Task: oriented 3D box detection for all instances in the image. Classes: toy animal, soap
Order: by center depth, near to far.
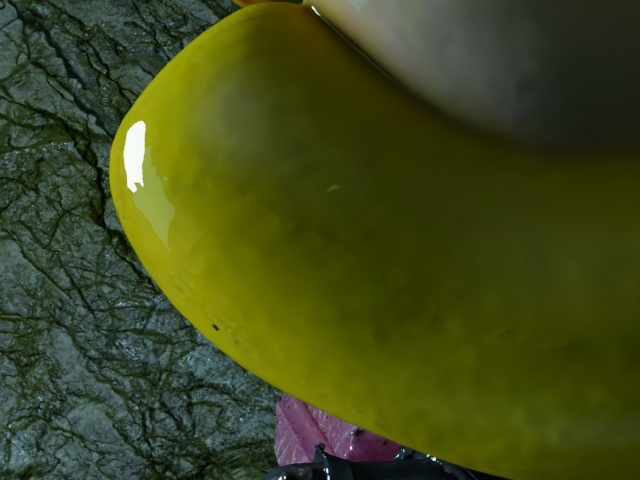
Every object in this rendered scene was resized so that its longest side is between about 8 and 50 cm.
[{"bbox_3d":[0.058,-0.068,0.506,0.247,0.277,0.345,-60,-42,-79],"label":"toy animal"},{"bbox_3d":[0.042,0.189,1.244,0.220,0.127,0.325,-66,17,9],"label":"soap"}]

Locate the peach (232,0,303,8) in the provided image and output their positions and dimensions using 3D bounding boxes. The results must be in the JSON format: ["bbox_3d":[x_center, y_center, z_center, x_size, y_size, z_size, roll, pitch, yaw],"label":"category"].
[{"bbox_3d":[-0.034,-0.328,1.149,0.197,0.197,0.197,169,90,-83],"label":"peach"}]

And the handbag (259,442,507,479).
[{"bbox_3d":[0.061,0.282,1.004,0.181,0.254,0.181,110,153,-47],"label":"handbag"}]
